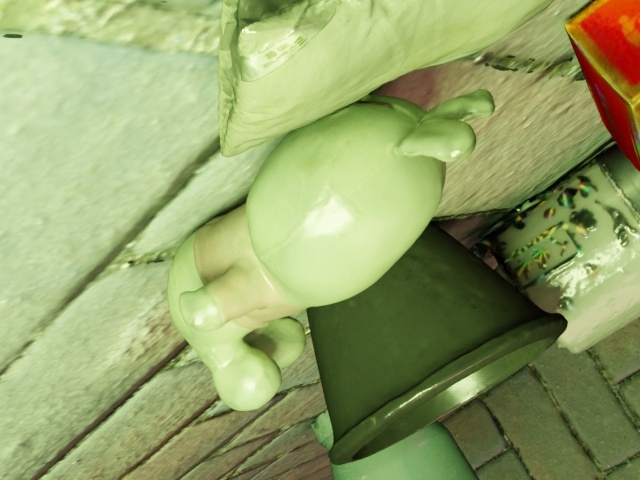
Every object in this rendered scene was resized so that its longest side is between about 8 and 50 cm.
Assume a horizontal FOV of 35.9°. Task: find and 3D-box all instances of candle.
[{"bbox_3d":[0.287,0.030,1.135,0.330,0.187,0.187,-35,164,16],"label":"candle"}]

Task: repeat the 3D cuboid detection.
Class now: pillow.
[{"bbox_3d":[0.051,-0.117,0.501,0.229,0.050,0.148,-25,172,-18],"label":"pillow"}]

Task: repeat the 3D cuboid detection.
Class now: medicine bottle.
[{"bbox_3d":[0.136,0.408,1.783,0.245,0.290,0.245,-27,164,-9],"label":"medicine bottle"}]

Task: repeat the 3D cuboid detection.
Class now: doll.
[{"bbox_3d":[-0.011,-0.007,0.613,0.275,0.113,0.155,-50,177,36],"label":"doll"}]

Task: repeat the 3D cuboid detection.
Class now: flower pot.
[{"bbox_3d":[0.093,0.089,0.984,0.269,0.166,0.269,-26,163,-9],"label":"flower pot"}]

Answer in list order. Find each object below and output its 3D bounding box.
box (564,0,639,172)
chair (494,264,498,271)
[{"bbox_3d":[0.346,-0.185,0.724,0.313,0.089,0.197,-36,156,11],"label":"box"},{"bbox_3d":[0.236,0.103,1.267,0.212,0.101,0.084,-39,130,-41],"label":"chair"}]
